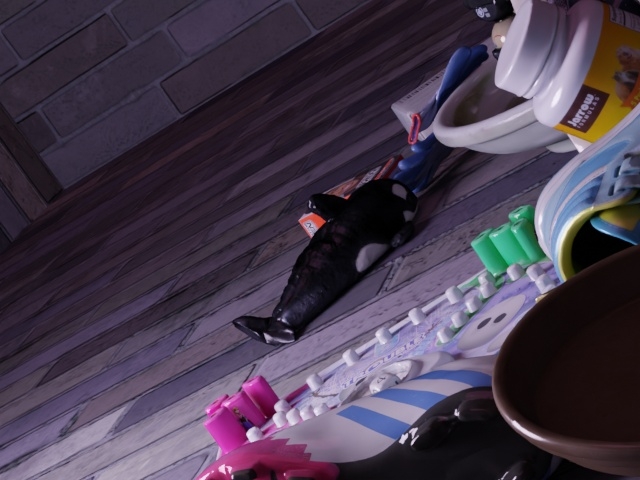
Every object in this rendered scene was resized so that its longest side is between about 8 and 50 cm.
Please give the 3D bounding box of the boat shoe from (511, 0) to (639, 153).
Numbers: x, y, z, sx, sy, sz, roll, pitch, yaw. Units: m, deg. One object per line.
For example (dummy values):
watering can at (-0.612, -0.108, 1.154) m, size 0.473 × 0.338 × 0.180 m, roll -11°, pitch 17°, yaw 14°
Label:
boat shoe at (0.285, -0.194, 1.807) m, size 0.158 × 0.127 × 0.340 m, roll -30°, pitch 51°, yaw 16°

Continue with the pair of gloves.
pair of gloves at (0.143, -0.145, 2.265) m, size 0.159 × 0.023 × 0.198 m, roll -46°, pitch -23°, yaw -33°

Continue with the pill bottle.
pill bottle at (0.265, -0.136, 1.660) m, size 0.117 × 0.215 × 0.117 m, roll -160°, pitch 90°, yaw -83°

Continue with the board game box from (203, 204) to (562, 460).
board game box at (0.048, 0.130, 1.663) m, size 0.390 × 0.050 × 0.390 m, roll -33°, pitch 12°, yaw 11°

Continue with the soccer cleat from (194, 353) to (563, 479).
soccer cleat at (0.051, 0.166, 1.408) m, size 0.331 × 0.116 × 0.143 m, roll -21°, pitch 8°, yaw 32°

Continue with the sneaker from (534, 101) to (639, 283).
sneaker at (0.303, -0.064, 1.510) m, size 0.319 × 0.127 × 0.208 m, roll -48°, pitch 8°, yaw 17°

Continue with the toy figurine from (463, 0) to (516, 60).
toy figurine at (0.256, -0.302, 2.096) m, size 0.210 × 0.148 × 0.213 m, roll -26°, pitch 11°, yaw 14°

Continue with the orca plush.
orca plush at (0.000, 0.000, 2.171) m, size 0.287 × 0.102 × 0.151 m, roll -41°, pitch 13°, yaw -24°

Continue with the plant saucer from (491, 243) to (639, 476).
plant saucer at (0.248, 0.068, 1.232) m, size 0.278 × 0.041 × 0.278 m, roll -19°, pitch 23°, yaw 9°

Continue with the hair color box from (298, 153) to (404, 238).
hair color box at (0.047, -0.050, 2.383) m, size 0.141 × 0.043 × 0.072 m, roll -27°, pitch 15°, yaw 37°

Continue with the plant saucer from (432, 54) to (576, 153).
plant saucer at (0.312, -0.195, 2.084) m, size 0.400 × 0.100 × 0.400 m, roll -34°, pitch 11°, yaw 8°

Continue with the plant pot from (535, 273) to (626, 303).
plant pot at (0.227, 0.053, 1.414) m, size 0.083 × 0.081 × 0.081 m, roll -30°, pitch 6°, yaw -42°

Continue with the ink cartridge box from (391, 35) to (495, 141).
ink cartridge box at (0.237, -0.222, 2.496) m, size 0.275 × 0.060 × 0.239 m, roll -35°, pitch 13°, yaw -1°
